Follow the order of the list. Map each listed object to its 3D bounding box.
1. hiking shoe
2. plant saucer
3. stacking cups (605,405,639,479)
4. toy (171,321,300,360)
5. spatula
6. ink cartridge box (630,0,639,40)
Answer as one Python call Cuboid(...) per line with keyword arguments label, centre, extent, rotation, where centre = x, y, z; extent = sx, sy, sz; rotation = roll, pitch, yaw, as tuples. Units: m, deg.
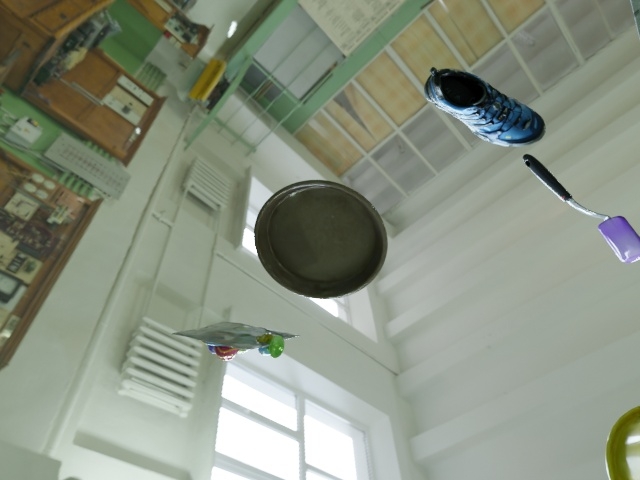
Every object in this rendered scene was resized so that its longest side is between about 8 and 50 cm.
Cuboid(label="hiking shoe", centre=(0.378, -0.301, 1.033), extent=(0.113, 0.303, 0.132), rotation=(-66, 175, 15))
Cuboid(label="plant saucer", centre=(0.000, 0.000, 0.928), extent=(0.277, 0.278, 0.041), rotation=(-37, -163, 24))
Cuboid(label="stacking cups", centre=(0.214, 0.077, 0.169), extent=(0.095, 0.316, 0.096), rotation=(-6, -122, 9))
Cuboid(label="toy", centre=(-0.171, 0.208, 0.898), extent=(0.237, 0.136, 0.056), rotation=(-4, -91, 38))
Cuboid(label="spatula", centre=(0.520, -0.072, 0.893), extent=(0.030, 0.296, 0.084), rotation=(-45, 170, -11))
Cuboid(label="ink cartridge box", centre=(0.660, -0.459, 0.844), extent=(0.104, 0.060, 0.180), rotation=(134, -36, -64))
